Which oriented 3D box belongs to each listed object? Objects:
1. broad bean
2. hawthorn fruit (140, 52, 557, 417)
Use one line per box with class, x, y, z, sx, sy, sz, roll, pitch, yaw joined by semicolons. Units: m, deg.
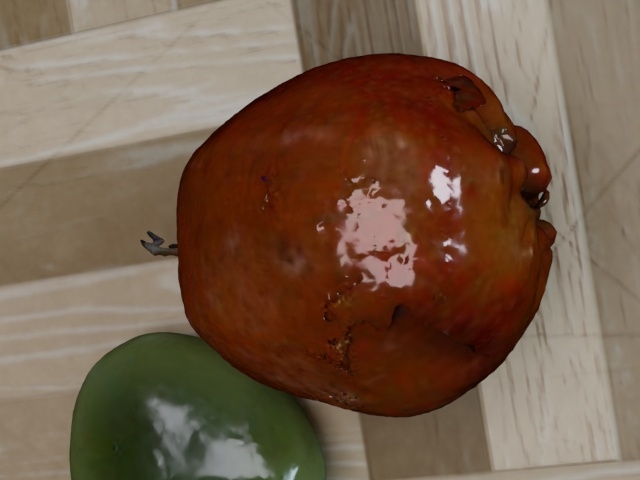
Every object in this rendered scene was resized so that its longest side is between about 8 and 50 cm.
broad bean;-0.076;0.167;0.972;0.169;0.100;0.228;-29;72;13
hawthorn fruit;0.000;0.000;0.876;0.299;0.211;0.211;-5;93;34
